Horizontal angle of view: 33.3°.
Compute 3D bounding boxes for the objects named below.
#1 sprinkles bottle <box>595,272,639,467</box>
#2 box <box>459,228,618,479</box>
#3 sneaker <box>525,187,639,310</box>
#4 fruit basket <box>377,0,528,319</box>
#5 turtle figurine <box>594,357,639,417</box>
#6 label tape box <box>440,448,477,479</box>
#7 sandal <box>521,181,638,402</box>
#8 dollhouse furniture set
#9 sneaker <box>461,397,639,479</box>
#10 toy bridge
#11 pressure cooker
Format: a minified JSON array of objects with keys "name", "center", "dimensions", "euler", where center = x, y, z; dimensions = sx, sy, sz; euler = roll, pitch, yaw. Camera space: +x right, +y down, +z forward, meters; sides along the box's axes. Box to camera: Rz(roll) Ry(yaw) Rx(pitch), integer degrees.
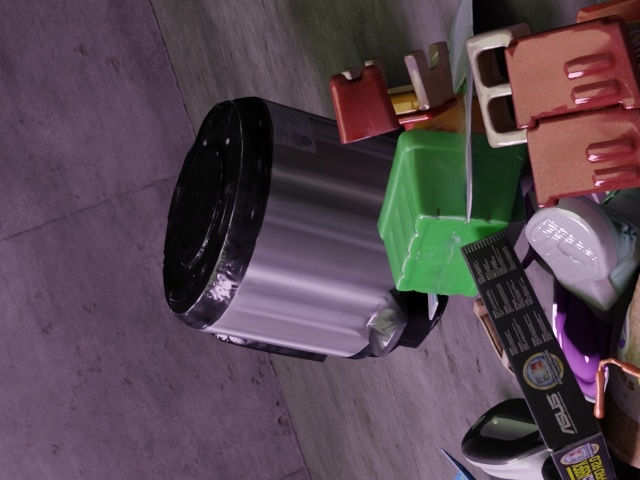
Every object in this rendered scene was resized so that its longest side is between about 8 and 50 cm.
[{"name":"sprinkles bottle","center":[0.375,0.104,1.127],"dimensions":[0.121,0.121,0.355],"euler":[54,159,37]},{"name":"box","center":[0.254,0.151,1.236],"dimensions":[0.216,0.060,0.270],"euler":[55,-167,-56]},{"name":"sneaker","center":[0.292,-0.032,1.085],"dimensions":[0.094,0.151,0.256],"euler":[32,175,25]},{"name":"fruit basket","center":[0.176,-0.121,1.375],"dimensions":[0.327,0.165,0.353],"euler":[99,-179,-58]},{"name":"turtle figurine","center":[0.412,0.190,1.057],"dimensions":[0.217,0.087,0.269],"euler":[-11,125,45]},{"name":"label tape box","center":[0.293,0.510,1.677],"dimensions":[0.348,0.115,0.249],"euler":[47,180,-38]},{"name":"sandal","center":[0.300,0.029,1.293],"dimensions":[0.169,0.102,0.416],"euler":[32,141,61]},{"name":"dollhouse furniture set","center":[0.171,-0.124,1.057],"dimensions":[0.374,0.201,0.152],"euler":[-7,105,37]},{"name":"sneaker","center":[0.393,0.359,1.419],"dimensions":[0.257,0.169,0.447],"euler":[54,162,-15]},{"name":"toy bridge","center":[0.291,0.172,1.626],"dimensions":[0.188,0.026,0.063],"euler":[56,162,33]},{"name":"pressure cooker","center":[0.003,-0.003,1.655],"dimensions":[0.375,0.420,0.370],"euler":[-18,62,64]}]
